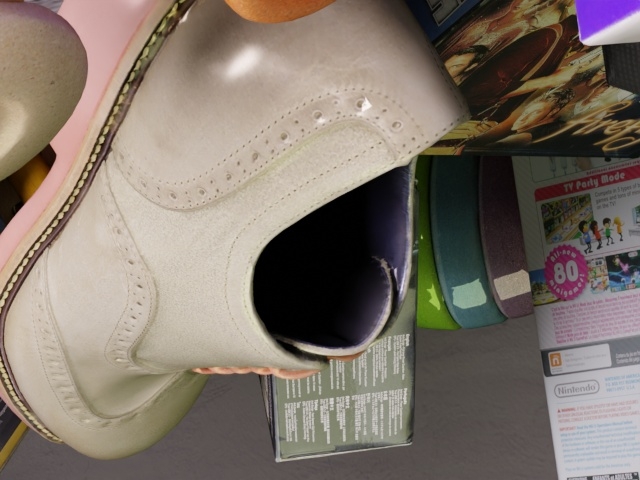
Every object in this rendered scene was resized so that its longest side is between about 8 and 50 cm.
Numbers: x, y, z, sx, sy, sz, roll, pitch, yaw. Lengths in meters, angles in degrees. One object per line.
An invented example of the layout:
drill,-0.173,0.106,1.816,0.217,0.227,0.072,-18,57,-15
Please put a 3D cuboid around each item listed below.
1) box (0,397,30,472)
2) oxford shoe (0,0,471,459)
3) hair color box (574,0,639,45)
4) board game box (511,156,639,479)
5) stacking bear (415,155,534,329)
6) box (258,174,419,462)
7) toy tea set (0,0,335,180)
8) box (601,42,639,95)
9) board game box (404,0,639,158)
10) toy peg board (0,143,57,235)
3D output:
box,-0.280,0.131,1.184,0.257,0.079,0.322,-34,-165,28
oxford shoe,-0.051,0.019,0.732,0.140,0.146,0.397,-38,165,-28
hair color box,0.211,-0.141,0.405,0.185,0.110,0.339,-8,173,-22
board game box,0.236,0.020,1.035,0.097,0.303,0.224,-2,173,-45
stacking bear,0.060,-0.013,1.292,0.289,0.164,0.175,-5,175,19
box,0.000,0.000,0.917,0.077,0.180,0.147,-7,-141,-6
toy tea set,-0.124,-0.109,0.440,0.200,0.124,0.336,-42,157,21
box,0.234,-0.089,0.654,0.190,0.045,0.184,-26,-149,-24
board game box,0.123,-0.097,0.788,0.243,0.042,0.165,-2,152,-44
toy peg board,-0.119,0.003,0.899,0.160,0.079,0.161,-26,138,-16
